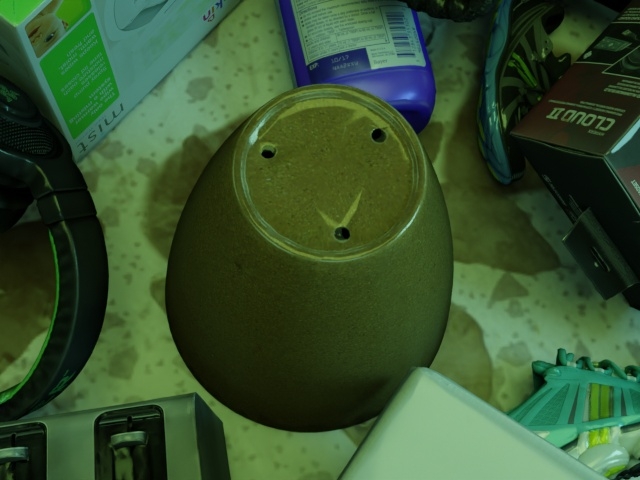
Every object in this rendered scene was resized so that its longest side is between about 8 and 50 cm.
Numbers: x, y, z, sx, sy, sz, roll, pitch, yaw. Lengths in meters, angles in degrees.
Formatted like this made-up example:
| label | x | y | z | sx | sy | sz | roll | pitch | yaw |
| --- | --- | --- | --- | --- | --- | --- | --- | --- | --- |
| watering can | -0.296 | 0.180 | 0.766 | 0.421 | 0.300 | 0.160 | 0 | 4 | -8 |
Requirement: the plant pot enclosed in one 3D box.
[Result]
| label | x | y | z | sx | sy | sz | roll | pitch | yaw |
| --- | --- | --- | --- | --- | --- | --- | --- | --- | --- |
| plant pot | 0.000 | 0.000 | 0.708 | 0.237 | 0.254 | 0.237 | 2 | 71 | -4 |

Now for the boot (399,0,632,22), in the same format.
| label | x | y | z | sx | sy | sz | roll | pitch | yaw |
| --- | --- | --- | --- | --- | --- | --- | --- | --- | --- |
| boot | 0.192 | -0.245 | 0.806 | 0.348 | 0.131 | 0.260 | 23 | 31 | 15 |

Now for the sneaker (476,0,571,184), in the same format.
| label | x | y | z | sx | sy | sz | roll | pitch | yaw |
| --- | --- | --- | --- | --- | --- | --- | --- | --- | --- |
| sneaker | 0.179 | -0.138 | 0.865 | 0.078 | 0.067 | 0.188 | 10 | 67 | 6 |

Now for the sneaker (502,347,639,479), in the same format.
| label | x | y | z | sx | sy | sz | roll | pitch | yaw |
| --- | --- | --- | --- | --- | --- | --- | --- | --- | --- |
| sneaker | 0.213 | 0.129 | 0.759 | 0.275 | 0.107 | 0.110 | -19 | 64 | -10 |

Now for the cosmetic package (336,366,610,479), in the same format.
| label | x | y | z | sx | sy | sz | roll | pitch | yaw |
| --- | --- | --- | --- | --- | --- | --- | --- | --- | --- |
| cosmetic package | -0.003 | 0.304 | 0.571 | 0.162 | 0.230 | 0.453 | 32 | 84 | 7 |

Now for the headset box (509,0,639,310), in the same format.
| label | x | y | z | sx | sy | sz | roll | pitch | yaw |
| --- | --- | --- | --- | --- | --- | --- | --- | --- | --- |
| headset box | 0.300 | -0.080 | 0.758 | 0.293 | 0.110 | 0.218 | -47 | 120 | -8 |

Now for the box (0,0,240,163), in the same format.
| label | x | y | z | sx | sy | sz | roll | pitch | yaw |
| --- | --- | --- | --- | --- | --- | --- | --- | --- | --- |
| box | -0.170 | -0.228 | 0.788 | 0.127 | 0.231 | 0.262 | 38 | 72 | 10 |

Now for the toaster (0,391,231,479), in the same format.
| label | x | y | z | sx | sy | sz | roll | pitch | yaw |
| --- | --- | --- | --- | --- | --- | --- | --- | --- | --- |
| toaster | -0.145 | 0.180 | 0.684 | 0.168 | 0.185 | 0.110 | -8 | 69 | 2 |

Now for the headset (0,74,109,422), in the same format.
| label | x | y | z | sx | sy | sz | roll | pitch | yaw |
| --- | --- | --- | --- | --- | --- | --- | --- | --- | --- |
| headset | -0.316 | -0.043 | 0.705 | 0.243 | 0.185 | 0.394 | -27 | 87 | 17 |

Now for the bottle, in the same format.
| label | x | y | z | sx | sy | sz | roll | pitch | yaw |
| --- | --- | --- | --- | --- | --- | --- | --- | --- | --- |
| bottle | 0.017 | -0.221 | 0.870 | 0.118 | 0.092 | 0.282 | -11 | 72 | -7 |
